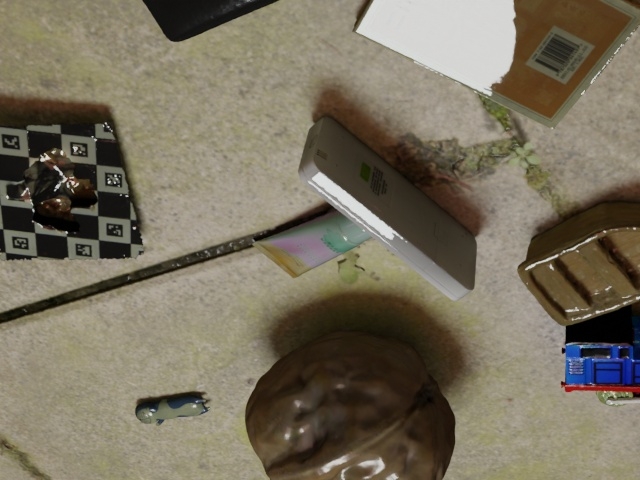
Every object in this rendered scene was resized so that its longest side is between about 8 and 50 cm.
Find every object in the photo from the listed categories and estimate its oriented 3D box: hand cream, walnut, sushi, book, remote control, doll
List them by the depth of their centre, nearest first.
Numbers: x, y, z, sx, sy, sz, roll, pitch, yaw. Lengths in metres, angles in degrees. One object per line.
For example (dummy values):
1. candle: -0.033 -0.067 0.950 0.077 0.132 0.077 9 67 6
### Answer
1. book: 0.175 -0.221 1.122 0.242 0.018 0.170 25 132 -11
2. remote control: 0.081 -0.035 1.262 0.250 0.103 0.034 37 127 -22
3. hand cream: 0.000 0.000 1.361 0.174 0.047 0.076 -23 125 41
4. sushi: -0.320 -0.066 1.375 0.193 0.040 0.210 -1 130 5
5. walnut: 0.038 0.246 1.451 0.273 0.227 0.273 6 130 7
6. doll: -0.219 0.250 1.655 0.125 0.027 0.037 -12 121 24

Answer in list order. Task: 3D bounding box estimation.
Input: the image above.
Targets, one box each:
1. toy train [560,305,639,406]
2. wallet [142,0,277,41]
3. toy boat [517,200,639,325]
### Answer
1. toy train: 0.396 0.139 1.364 0.204 0.082 0.131 0 131 13
2. wallet: -0.082 -0.294 1.100 0.250 0.044 0.149 -18 122 28
3. toy boat: 0.329 0.017 1.279 0.188 0.061 0.116 -26 121 32
